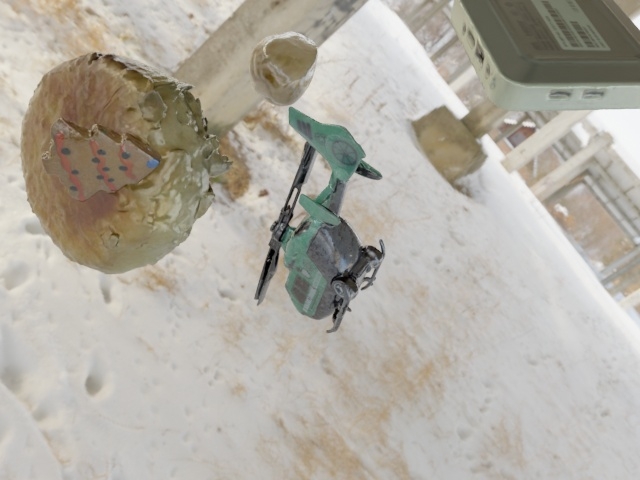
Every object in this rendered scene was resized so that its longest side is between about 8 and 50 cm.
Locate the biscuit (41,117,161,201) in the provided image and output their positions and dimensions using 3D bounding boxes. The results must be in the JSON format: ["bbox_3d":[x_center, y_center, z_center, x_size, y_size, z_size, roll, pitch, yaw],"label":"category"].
[{"bbox_3d":[-0.250,-0.091,0.677,0.119,0.130,0.019,95,-15,-50],"label":"biscuit"}]

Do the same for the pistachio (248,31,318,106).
[{"bbox_3d":[-0.061,-0.300,1.004,0.108,0.126,0.185,55,24,-31],"label":"pistachio"}]

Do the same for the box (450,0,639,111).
[{"bbox_3d":[0.482,-0.407,1.208,0.090,0.373,0.367,98,-14,-48],"label":"box"}]

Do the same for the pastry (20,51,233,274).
[{"bbox_3d":[-0.294,-0.103,0.822,0.330,0.329,0.136,56,25,14],"label":"pastry"}]

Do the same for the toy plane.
[{"bbox_3d":[0.000,0.000,0.750,0.155,0.382,0.106,33,57,12],"label":"toy plane"}]
